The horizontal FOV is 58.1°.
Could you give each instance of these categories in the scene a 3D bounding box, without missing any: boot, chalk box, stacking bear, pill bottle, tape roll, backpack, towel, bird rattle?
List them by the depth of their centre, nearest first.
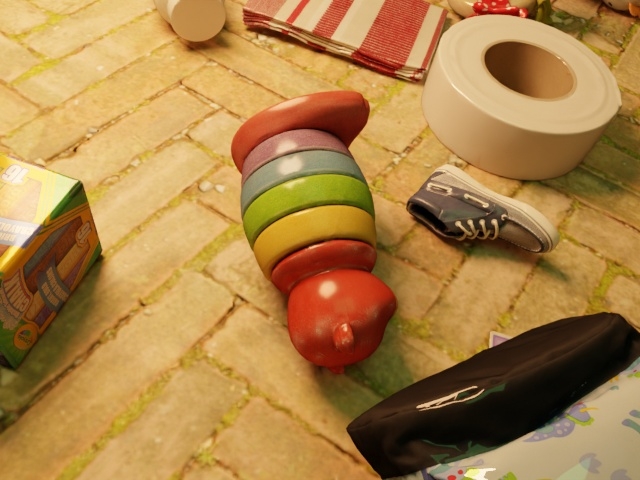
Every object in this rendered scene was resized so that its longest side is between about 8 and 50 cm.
[{"bbox_3d":[0.232,0.256,0.451,0.290,0.273,0.355,-17,82,-20],"label":"backpack"},{"bbox_3d":[-0.341,0.032,0.575,0.132,0.132,0.213,20,53,5],"label":"chalk box"},{"bbox_3d":[0.000,0.000,0.650,0.164,0.175,0.289,-6,63,-17],"label":"stacking bear"},{"bbox_3d":[0.209,-0.022,0.758,0.190,0.069,0.086,34,62,25],"label":"boot"},{"bbox_3d":[0.308,-0.230,0.902,0.286,0.100,0.286,5,52,-6],"label":"tape roll"},{"bbox_3d":[-0.223,-0.425,0.943,0.117,0.117,0.208,-11,57,-17],"label":"pill bottle"},{"bbox_3d":[0.052,-0.402,1.028,0.329,0.037,0.237,21,51,4],"label":"towel"},{"bbox_3d":[0.330,-0.441,1.078,0.253,0.143,0.207,-36,54,-16],"label":"bird rattle"}]

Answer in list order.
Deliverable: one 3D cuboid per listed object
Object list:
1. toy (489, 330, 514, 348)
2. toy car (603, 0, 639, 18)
[{"bbox_3d":[0.301,0.181,0.623,0.237,0.056,0.137,15,54,1],"label":"toy"},{"bbox_3d":[0.592,-0.538,1.152,0.210,0.219,0.238,-38,96,-31],"label":"toy car"}]
